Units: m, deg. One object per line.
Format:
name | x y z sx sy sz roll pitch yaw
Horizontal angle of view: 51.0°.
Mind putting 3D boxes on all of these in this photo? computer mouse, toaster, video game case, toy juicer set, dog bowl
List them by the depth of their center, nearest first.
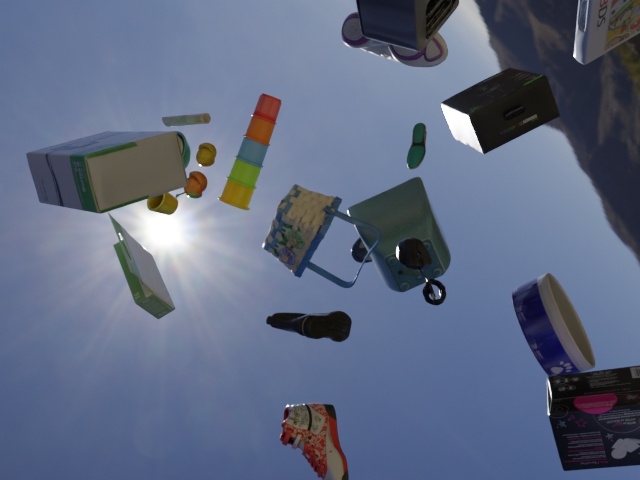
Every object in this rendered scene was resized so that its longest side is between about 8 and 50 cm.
video game case | 0.393 -0.331 0.759 0.026 0.227 0.206 56 175 34
toaster | 0.126 -0.386 0.968 0.110 0.168 0.186 25 -117 25
computer mouse | 0.226 0.059 1.489 0.071 0.041 0.242 2 -148 -15
dog bowl | 0.607 0.224 1.751 0.265 0.104 0.265 45 -151 -34
toy juicer set | -0.375 -0.242 1.797 0.089 0.209 0.329 29 -131 -49

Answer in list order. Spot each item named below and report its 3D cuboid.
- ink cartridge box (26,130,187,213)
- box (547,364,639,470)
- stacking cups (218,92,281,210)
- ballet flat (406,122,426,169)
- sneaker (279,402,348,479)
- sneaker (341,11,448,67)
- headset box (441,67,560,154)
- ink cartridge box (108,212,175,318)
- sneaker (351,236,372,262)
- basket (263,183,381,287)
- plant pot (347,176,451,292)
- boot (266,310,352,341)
ink cartridge box | -0.454 -0.151 1.413 0.211 0.289 0.122 -26 -66 -40
box | 0.607 0.361 1.379 0.163 0.247 0.142 -46 -58 -65
stacking cups | -0.186 -0.245 1.853 0.096 0.316 0.096 21 -176 -1
ballet flat | 0.306 -0.285 2.079 0.052 0.057 0.168 49 -129 -57
sneaker | -0.022 0.520 1.654 0.145 0.090 0.270 6 -141 -16
sneaker | 0.203 -0.507 1.687 0.305 0.114 0.152 29 -159 34
headset box | 0.523 -0.383 1.970 0.131 0.246 0.283 63 -177 -21
ink cartridge box | -0.419 0.062 1.507 0.171 0.056 0.235 60 179 28
sneaker | 0.254 -0.013 2.274 0.131 0.319 0.112 -145 30 -84
basket | 0.000 0.000 1.876 0.289 0.255 0.201 23 -136 -2
plant pot | 0.254 0.007 2.006 0.252 0.247 0.247 -103 -13 -57
boot | -0.023 0.200 1.643 0.198 0.137 0.077 20 -103 -55
